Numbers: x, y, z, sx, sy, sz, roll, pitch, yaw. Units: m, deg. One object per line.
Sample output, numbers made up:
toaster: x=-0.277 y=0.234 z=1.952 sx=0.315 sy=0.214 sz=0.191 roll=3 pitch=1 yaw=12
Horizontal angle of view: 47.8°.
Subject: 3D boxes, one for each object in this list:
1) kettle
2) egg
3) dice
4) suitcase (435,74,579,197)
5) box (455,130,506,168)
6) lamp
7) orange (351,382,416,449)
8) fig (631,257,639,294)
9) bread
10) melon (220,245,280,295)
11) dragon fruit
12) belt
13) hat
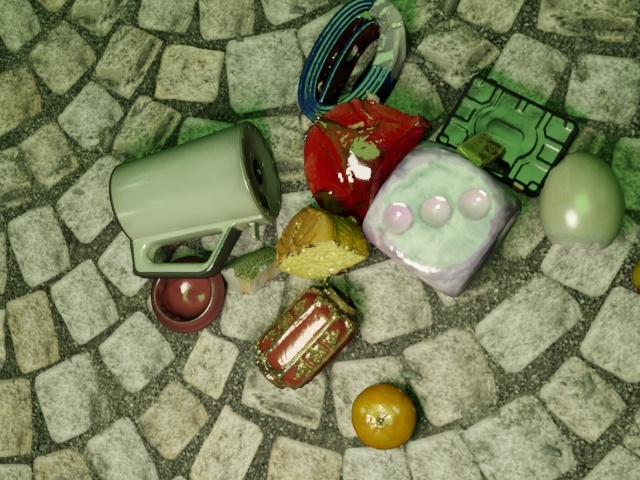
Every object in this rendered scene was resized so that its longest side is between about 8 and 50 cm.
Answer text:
kettle: x=-0.308 y=-0.080 z=1.809 sx=0.376 sy=0.250 sz=0.361 roll=-13 pitch=78 yaw=15
egg: x=0.582 y=-0.090 z=1.610 sx=0.183 sy=0.183 sz=0.217 roll=6 pitch=94 yaw=15
dice: x=0.276 y=-0.047 z=1.639 sx=0.270 sy=0.270 sz=0.271 roll=36 pitch=95 yaw=15
suitcase: x=0.442 y=-0.251 z=1.725 sx=0.285 sy=0.066 sz=0.206 roll=32 pitch=93 yaw=16
box: x=0.366 y=-0.206 z=1.637 sx=0.073 sy=0.149 sz=0.020 roll=37 pitch=127 yaw=16
lamp: x=-0.031 y=0.234 z=1.747 sx=0.274 sy=0.177 sz=0.177 roll=-46 pitch=75 yaw=4
orange: x=0.148 y=0.414 z=1.699 sx=0.156 sy=0.124 sz=0.156 roll=-1 pitch=85 yaw=17
fig: x=0.780 y=0.081 z=1.562 sx=0.186 sy=0.148 sz=0.142 roll=-26 pitch=34 yaw=25
bread: x=0.000 y=-0.002 z=1.730 sx=0.160 sy=0.260 sz=0.147 roll=17 pitch=63 yaw=-21
melon: x=-0.163 y=0.084 z=1.826 sx=0.202 sy=0.139 sz=0.093 roll=-23 pitch=101 yaw=9
dragon fruit: x=0.078 y=-0.184 z=1.738 sx=0.282 sy=0.100 sz=0.343 roll=24 pitch=107 yaw=4
belt: x=0.084 y=-0.435 z=1.811 sx=0.212 sy=0.117 sz=0.347 roll=33 pitch=93 yaw=16
hat: x=-0.340 y=0.140 z=1.873 sx=0.205 sy=0.089 sz=0.205 roll=-1 pitch=83 yaw=9
